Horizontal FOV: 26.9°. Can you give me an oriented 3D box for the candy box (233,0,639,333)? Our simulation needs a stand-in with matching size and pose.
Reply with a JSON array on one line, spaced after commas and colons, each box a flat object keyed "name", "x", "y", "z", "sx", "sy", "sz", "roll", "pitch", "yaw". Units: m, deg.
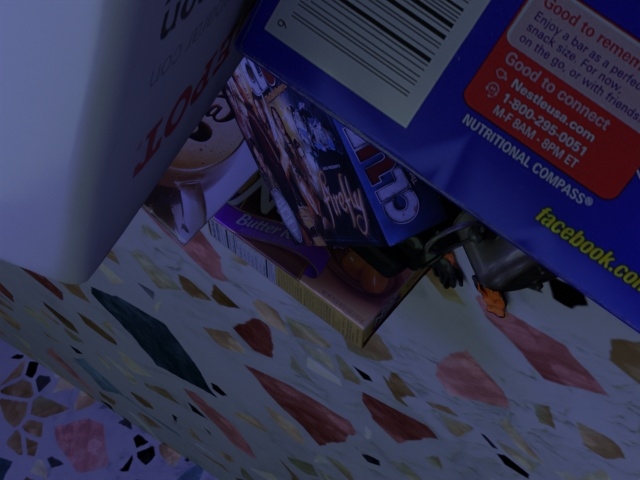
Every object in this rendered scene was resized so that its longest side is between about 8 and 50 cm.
[{"name": "candy box", "x": 0.148, "y": -0.076, "z": 0.562, "sx": 0.268, "sy": 0.122, "sz": 0.317, "roll": 36, "pitch": -157, "yaw": 5}]

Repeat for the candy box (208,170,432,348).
[{"name": "candy box", "x": 0.000, "y": 0.000, "z": 1.243, "sx": 0.187, "sy": 0.109, "sz": 0.053, "roll": 37, "pitch": 160, "yaw": 15}]

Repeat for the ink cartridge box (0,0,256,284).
[{"name": "ink cartridge box", "x": -0.053, "y": -0.222, "z": 0.395, "sx": 0.160, "sy": 0.279, "sz": 0.384, "roll": 24, "pitch": 132, "yaw": 3}]

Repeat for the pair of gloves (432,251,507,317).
[{"name": "pair of gloves", "x": 0.137, "y": 0.038, "z": 1.241, "sx": 0.083, "sy": 0.010, "sz": 0.074, "roll": 30, "pitch": 159, "yaw": 25}]

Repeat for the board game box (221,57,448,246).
[{"name": "board game box", "x": -0.006, "y": -0.077, "z": 0.883, "sx": 0.165, "sy": 0.042, "sz": 0.243, "roll": 65, "pitch": 167, "yaw": -5}]

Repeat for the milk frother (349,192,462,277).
[{"name": "milk frother", "x": 0.075, "y": -0.056, "z": 1.051, "sx": 0.135, "sy": 0.129, "sz": 0.143, "roll": 44, "pitch": 117, "yaw": -14}]

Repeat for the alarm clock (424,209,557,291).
[{"name": "alarm clock", "x": 0.140, "y": -0.009, "z": 0.848, "sx": 0.129, "sy": 0.192, "sz": 0.064, "roll": -38, "pitch": 67, "yaw": 48}]

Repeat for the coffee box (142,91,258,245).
[{"name": "coffee box", "x": -0.159, "y": -0.163, "z": 1.052, "sx": 0.297, "sy": 0.168, "sz": 0.119, "roll": 44, "pitch": -176, "yaw": -14}]
